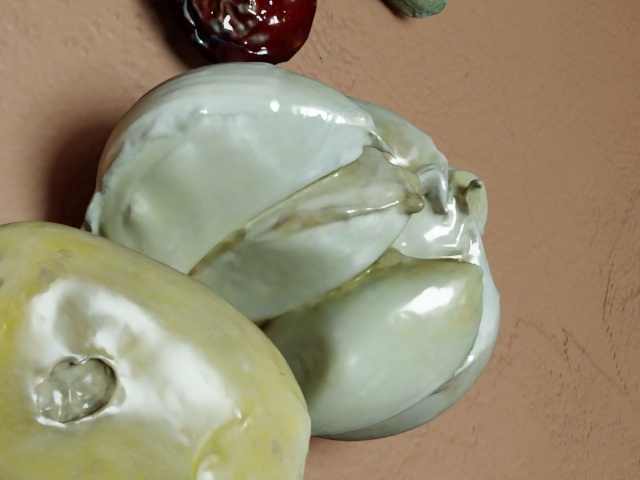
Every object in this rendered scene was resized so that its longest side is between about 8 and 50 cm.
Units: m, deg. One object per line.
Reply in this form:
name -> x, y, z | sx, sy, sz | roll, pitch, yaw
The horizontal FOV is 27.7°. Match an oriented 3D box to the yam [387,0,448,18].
yam -> 0.047, -0.227, 1.008 | 0.132, 0.054, 0.054 | 36, 55, -36

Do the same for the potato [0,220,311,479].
potato -> -0.114, 0.089, 0.671 | 0.234, 0.146, 0.150 | 33, 48, -21

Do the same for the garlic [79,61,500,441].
garlic -> 0.005, -0.003, 0.792 | 0.281, 0.203, 0.184 | 53, 21, -16

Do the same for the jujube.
jujube -> -0.060, -0.190, 0.841 | 0.104, 0.104, 0.165 | -21, 94, -49
